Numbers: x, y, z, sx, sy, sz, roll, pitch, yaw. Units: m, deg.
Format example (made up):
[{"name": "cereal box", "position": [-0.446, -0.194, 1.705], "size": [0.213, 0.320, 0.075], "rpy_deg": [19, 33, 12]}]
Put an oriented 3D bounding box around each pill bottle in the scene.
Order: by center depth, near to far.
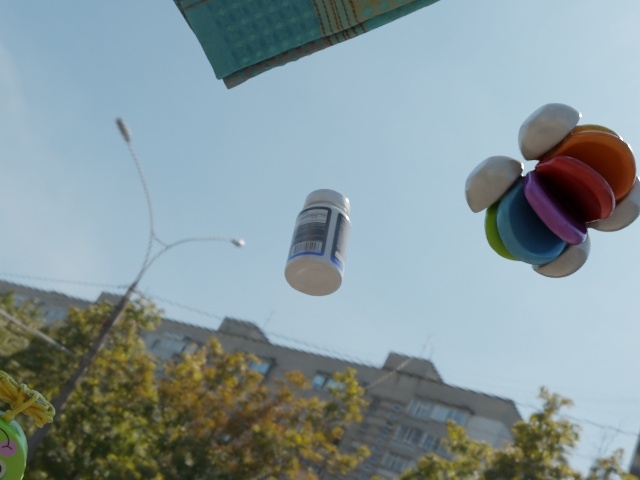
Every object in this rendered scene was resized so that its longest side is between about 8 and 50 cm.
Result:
[{"name": "pill bottle", "position": [0.000, 0.000, 1.074], "size": [0.078, 0.137, 0.078], "rpy_deg": [7, -41, 6]}]

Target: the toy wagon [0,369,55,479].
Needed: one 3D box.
[{"name": "toy wagon", "position": [-0.356, 0.258, 0.650], "size": [0.267, 0.344, 0.068], "rpy_deg": [41, -3, -19]}]

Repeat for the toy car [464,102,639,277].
[{"name": "toy car", "position": [0.254, -0.044, 0.848], "size": [0.159, 0.182, 0.136], "rpy_deg": [44, 15, -7]}]

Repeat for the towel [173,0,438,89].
[{"name": "towel", "position": [-0.007, -0.275, 0.566], "size": [0.370, 0.040, 0.271], "rpy_deg": [-12, -59, 38]}]
